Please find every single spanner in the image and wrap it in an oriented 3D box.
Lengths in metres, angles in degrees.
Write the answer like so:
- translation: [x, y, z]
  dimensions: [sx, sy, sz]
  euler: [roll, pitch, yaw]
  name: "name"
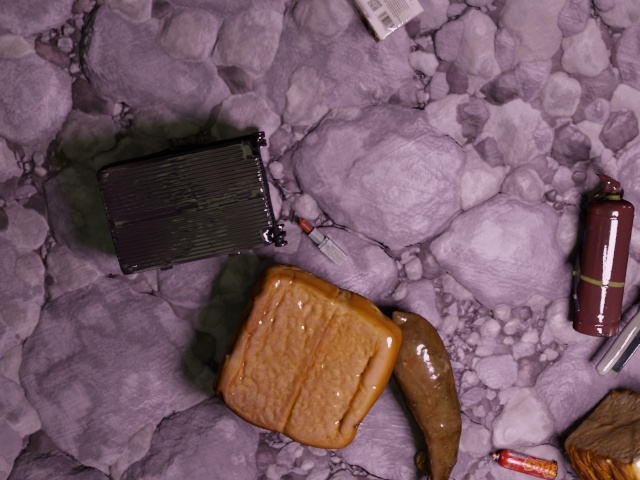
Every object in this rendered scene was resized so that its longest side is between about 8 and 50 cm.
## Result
- translation: [0.696, 0.158, 1.837]
  dimensions: [0.040, 0.096, 0.325]
  euler: [39, 101, 35]
  name: "spanner"

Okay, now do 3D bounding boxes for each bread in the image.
- translation: [0.688, 0.474, 1.778]
  dimensions: [0.207, 0.279, 0.279]
  euler: [-42, 102, -13]
  name: "bread"
- translation: [-0.022, 0.236, 1.762]
  dimensions: [0.328, 0.148, 0.337]
  euler: [22, 103, 1]
  name: "bread"
- translation: [0.248, 0.496, 1.898]
  dimensions: [0.088, 0.034, 0.049]
  euler: [44, 89, -9]
  name: "bread"

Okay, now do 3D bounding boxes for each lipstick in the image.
- translation: [0.000, -0.001, 1.794]
  dimensions: [0.129, 0.030, 0.030]
  euler: [43, 95, -9]
  name: "lipstick"

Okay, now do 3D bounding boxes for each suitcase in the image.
- translation: [-0.250, -0.075, 1.705]
  dimensions: [0.335, 0.152, 0.229]
  euler: [-12, 100, -1]
  name: "suitcase"

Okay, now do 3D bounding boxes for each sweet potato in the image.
- translation: [0.227, 0.334, 1.822]
  dimensions: [0.130, 0.130, 0.422]
  euler: [-15, 104, -1]
  name: "sweet potato"

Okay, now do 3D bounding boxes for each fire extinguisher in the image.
- translation: [0.578, 0.027, 1.786]
  dimensions: [0.141, 0.105, 0.341]
  euler: [-12, 109, -46]
  name: "fire extinguisher"

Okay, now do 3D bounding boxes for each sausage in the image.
- translation: [0.448, 0.489, 1.904]
  dimensions: [0.145, 0.048, 0.050]
  euler: [17, 94, -4]
  name: "sausage"

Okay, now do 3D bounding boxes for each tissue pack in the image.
- translation: [0.114, -0.476, 1.680]
  dimensions: [0.106, 0.099, 0.148]
  euler: [-35, 100, 1]
  name: "tissue pack"
